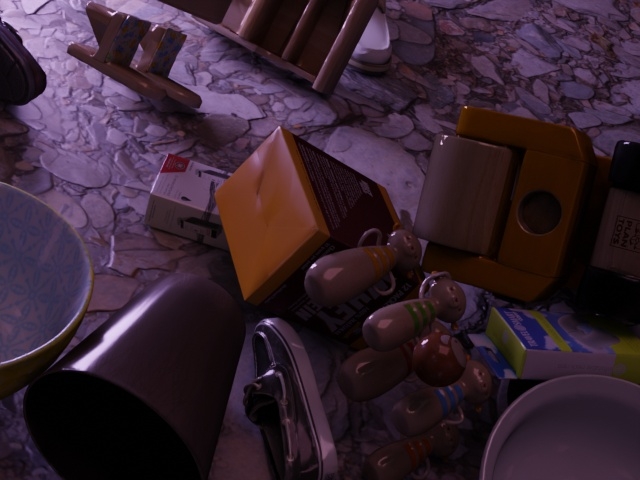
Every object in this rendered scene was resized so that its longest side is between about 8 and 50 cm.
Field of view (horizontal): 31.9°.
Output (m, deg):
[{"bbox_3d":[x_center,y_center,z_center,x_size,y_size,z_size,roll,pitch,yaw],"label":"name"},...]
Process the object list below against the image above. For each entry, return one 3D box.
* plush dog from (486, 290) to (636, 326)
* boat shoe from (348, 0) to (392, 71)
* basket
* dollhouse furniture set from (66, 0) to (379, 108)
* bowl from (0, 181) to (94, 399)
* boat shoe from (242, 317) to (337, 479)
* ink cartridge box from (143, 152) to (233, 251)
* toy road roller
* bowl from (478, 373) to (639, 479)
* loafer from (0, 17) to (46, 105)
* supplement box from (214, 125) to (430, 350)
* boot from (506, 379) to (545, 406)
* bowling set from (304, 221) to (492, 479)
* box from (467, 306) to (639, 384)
[{"bbox_3d":[0.344,-0.014,1.568,0.263,0.210,0.225,11,13,-15],"label":"plush dog"},{"bbox_3d":[0.057,-0.411,1.948,0.113,0.103,0.302,1,43,-23],"label":"boat shoe"},{"bbox_3d":[-0.170,0.146,1.162,0.204,0.154,0.227,46,31,-12],"label":"basket"},{"bbox_3d":[-0.107,-0.358,1.633,0.257,0.362,0.394,29,10,13],"label":"dollhouse furniture set"},{"bbox_3d":[-0.386,0.078,1.138,0.290,0.156,0.289,12,39,-10],"label":"bowl"},{"bbox_3d":[-0.046,0.174,1.239,0.070,0.077,0.219,0,45,-26],"label":"boat shoe"},{"bbox_3d":[-0.152,-0.049,1.469,0.135,0.056,0.099,17,39,-4],"label":"ink cartridge box"},{"bbox_3d":[0.298,-0.026,1.353,0.330,0.202,0.241,16,5,22],"label":"toy road roller"},{"bbox_3d":[0.280,0.300,1.161,0.298,0.134,0.297,8,58,-13],"label":"bowl"},{"bbox_3d":[-0.485,-0.295,1.578,0.303,0.109,0.095,33,36,20],"label":"loafer"},{"bbox_3d":[0.000,0.000,1.365,0.194,0.129,0.191,27,29,-38],"label":"supplement box"},{"bbox_3d":[0.424,0.181,1.371,0.378,0.138,0.284,14,25,9],"label":"boot"},{"bbox_3d":[0.122,0.126,1.188,0.154,0.287,0.200,-22,10,-32],"label":"bowling set"},{"bbox_3d":[0.265,0.116,1.234,0.178,0.042,0.109,5,21,-15],"label":"box"}]
